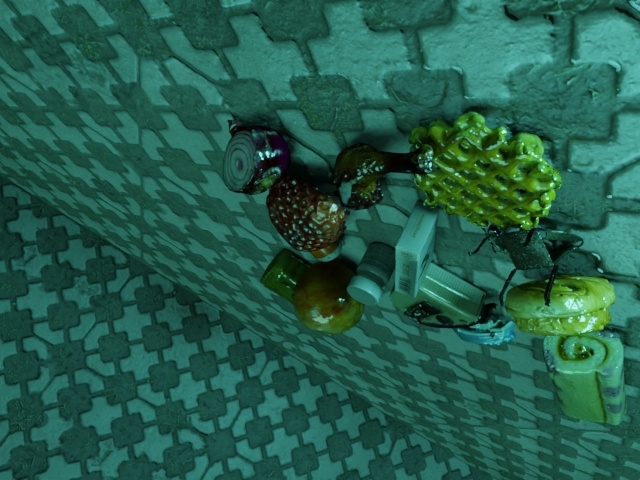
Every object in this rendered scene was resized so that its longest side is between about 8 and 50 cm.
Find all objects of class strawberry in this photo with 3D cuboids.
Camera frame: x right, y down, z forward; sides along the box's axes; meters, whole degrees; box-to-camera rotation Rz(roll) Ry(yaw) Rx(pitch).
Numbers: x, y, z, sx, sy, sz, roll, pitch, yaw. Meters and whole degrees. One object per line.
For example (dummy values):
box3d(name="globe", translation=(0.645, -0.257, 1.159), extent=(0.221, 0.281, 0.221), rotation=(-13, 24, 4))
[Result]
box3d(name="strawberry", translation=(-0.037, -0.049, 1.279), extent=(0.280, 0.150, 0.253), rotation=(32, 167, 44))

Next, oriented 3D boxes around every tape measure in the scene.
box3d(name="tape measure", translation=(0.350, 0.191, 1.401), extent=(0.271, 0.132, 0.231), rotation=(27, 152, 1))

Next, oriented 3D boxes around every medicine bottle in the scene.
box3d(name="medicine bottle", translation=(0.159, 0.099, 1.386), extent=(0.105, 0.168, 0.105), rotation=(24, 153, 13))

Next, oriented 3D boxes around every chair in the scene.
box3d(name="chair", translation=(0.450, 0.028, 0.989), extent=(0.174, 0.213, 0.149), rotation=(-14, 108, 54))

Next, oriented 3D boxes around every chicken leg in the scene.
box3d(name="chicken leg", translation=(0.108, -0.147, 1.050), extent=(0.158, 0.095, 0.407), rotation=(36, 162, -12))

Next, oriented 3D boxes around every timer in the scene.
box3d(name="timer", translation=(0.000, 0.000, 1.456), extent=(0.136, 0.099, 0.136), rotation=(31, 151, 19))

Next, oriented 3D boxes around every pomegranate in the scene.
box3d(name="pomegranate", translation=(0.016, 0.199, 1.602), extent=(0.271, 0.251, 0.229), rotation=(-12, 152, 26))

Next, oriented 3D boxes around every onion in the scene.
box3d(name="onion", translation=(-0.176, -0.232, 1.209), extent=(0.218, 0.140, 0.195), rotation=(63, 141, 24))

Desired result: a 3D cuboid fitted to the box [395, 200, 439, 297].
box3d(name="box", translation=(0.248, 0.029, 1.199), extent=(0.067, 0.149, 0.233), rotation=(17, 150, 19))

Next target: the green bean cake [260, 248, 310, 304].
box3d(name="green bean cake", translation=(-0.105, 0.166, 1.809), extent=(0.236, 0.124, 0.233), rotation=(33, 153, -6))

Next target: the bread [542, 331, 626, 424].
box3d(name="bread", translation=(0.751, 0.383, 1.301), extent=(0.187, 0.155, 0.338), rotation=(-3, 137, 35))

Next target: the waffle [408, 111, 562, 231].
box3d(name="waffle", translation=(0.327, -0.127, 0.946), extent=(0.302, 0.068, 0.325), rotation=(16, 155, 29))

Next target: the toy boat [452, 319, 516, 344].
box3d(name="toy boat", translation=(0.495, 0.257, 1.440), extent=(0.215, 0.088, 0.102), rotation=(-7, 101, 50))

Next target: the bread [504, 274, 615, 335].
box3d(name="bread", translation=(0.538, 0.143, 1.046), extent=(0.236, 0.120, 0.198), rotation=(-6, 179, -36))

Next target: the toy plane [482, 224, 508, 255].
box3d(name="toy plane", translation=(0.422, -0.003, 1.106), extent=(0.049, 0.031, 0.120), rotation=(1, 139, 52))
